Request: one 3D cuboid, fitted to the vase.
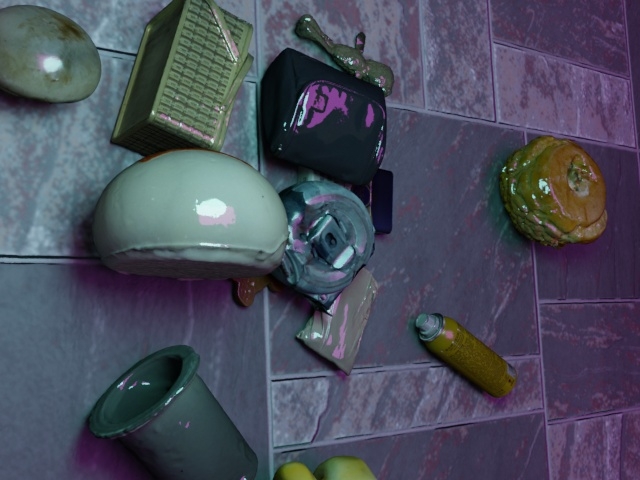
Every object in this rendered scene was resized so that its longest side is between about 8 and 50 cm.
[{"bbox_3d":[-0.272,0.391,1.518,0.245,0.245,0.291,-45,116,-32],"label":"vase"}]

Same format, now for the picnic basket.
[{"bbox_3d":[-0.275,-0.327,1.606,0.175,0.228,0.312,22,71,-31],"label":"picnic basket"}]

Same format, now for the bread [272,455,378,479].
[{"bbox_3d":[0.024,0.671,1.621,0.245,0.329,0.423,1,88,-36],"label":"bread"}]

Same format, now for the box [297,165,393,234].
[{"bbox_3d":[0.065,-0.111,1.925,0.259,0.071,0.168,8,78,-34],"label":"box"}]

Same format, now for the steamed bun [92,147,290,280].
[{"bbox_3d":[-0.247,-0.052,1.501,0.375,0.374,0.241,4,79,-36],"label":"steamed bun"}]

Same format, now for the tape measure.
[{"bbox_3d":[0.000,0.000,1.751,0.275,0.147,0.256,46,74,-27],"label":"tape measure"}]

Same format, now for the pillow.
[{"bbox_3d":[0.045,0.169,1.873,0.173,0.067,0.270,30,67,-24],"label":"pillow"}]

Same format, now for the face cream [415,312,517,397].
[{"bbox_3d":[0.383,0.298,2.083,0.349,0.105,0.105,38,63,-27],"label":"face cream"}]

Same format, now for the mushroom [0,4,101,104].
[{"bbox_3d":[-0.527,-0.337,1.459,0.227,0.178,0.226,16,36,-12],"label":"mushroom"}]

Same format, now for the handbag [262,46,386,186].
[{"bbox_3d":[0.023,-0.290,1.807,0.302,0.178,0.275,19,44,-28],"label":"handbag"}]

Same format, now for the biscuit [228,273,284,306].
[{"bbox_3d":[-0.129,0.061,1.780,0.205,0.031,0.138,-34,105,-34],"label":"biscuit"}]

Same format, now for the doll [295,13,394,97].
[{"bbox_3d":[0.069,-0.458,1.972,0.286,0.091,0.202,10,44,-46],"label":"doll"}]

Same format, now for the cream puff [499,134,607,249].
[{"bbox_3d":[0.674,-0.133,2.283,0.343,0.231,0.327,46,54,-15],"label":"cream puff"}]
